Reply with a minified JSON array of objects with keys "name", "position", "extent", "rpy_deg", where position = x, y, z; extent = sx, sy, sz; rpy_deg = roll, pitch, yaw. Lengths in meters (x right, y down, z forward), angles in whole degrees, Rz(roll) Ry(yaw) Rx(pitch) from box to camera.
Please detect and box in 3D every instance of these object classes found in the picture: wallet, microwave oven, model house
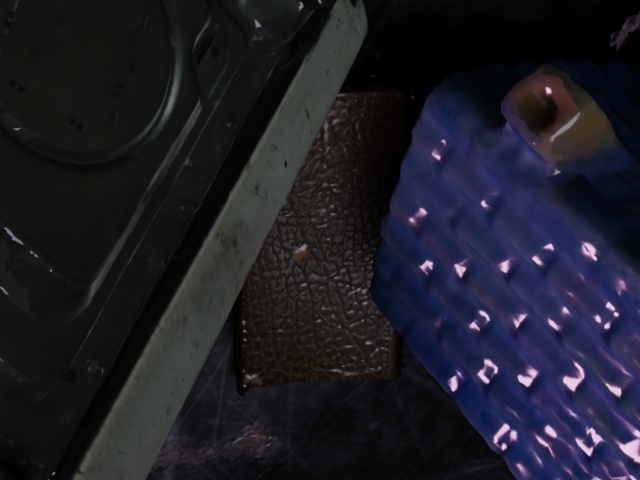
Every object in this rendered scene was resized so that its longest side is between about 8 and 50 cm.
[{"name":"wallet","position":[0.000,0.000,0.943],"extent":[0.133,0.039,0.243],"rpy_deg":[-7,122,-11]},{"name":"microwave oven","position":[-0.186,-0.054,0.573],"extent":[0.333,0.247,0.394],"rpy_deg":[50,51,-34]},{"name":"model house","position":[0.302,0.024,0.803],"extent":[0.445,0.395,0.400],"rpy_deg":[-39,143,4]}]

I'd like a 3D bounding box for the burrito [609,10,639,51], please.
[{"name":"burrito","position":[0.378,-0.273,0.896],"extent":[0.445,0.101,0.139],"rpy_deg":[-33,122,0]}]
